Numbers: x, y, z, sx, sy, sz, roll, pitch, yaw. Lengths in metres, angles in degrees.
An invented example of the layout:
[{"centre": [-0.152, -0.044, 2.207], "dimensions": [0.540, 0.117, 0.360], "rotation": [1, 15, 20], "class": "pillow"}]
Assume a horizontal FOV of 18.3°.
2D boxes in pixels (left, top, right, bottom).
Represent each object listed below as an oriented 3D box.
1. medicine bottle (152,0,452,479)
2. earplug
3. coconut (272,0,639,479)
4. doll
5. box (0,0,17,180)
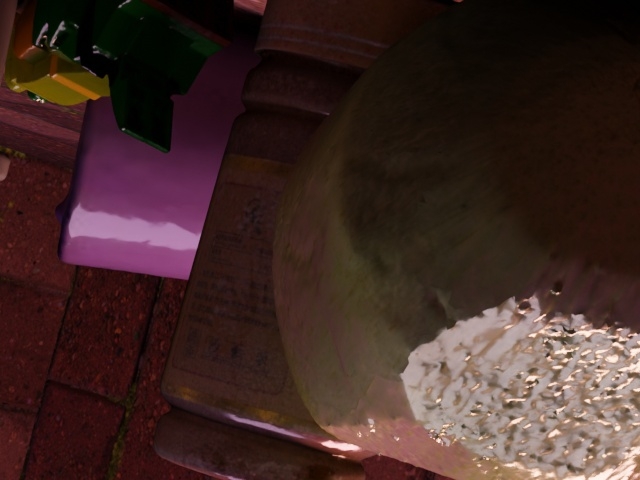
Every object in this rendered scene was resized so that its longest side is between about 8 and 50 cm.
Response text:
[{"centre": [0.000, 0.000, 1.282], "dimensions": [0.151, 0.322, 0.151], "rotation": [16, 177, 1], "class": "medicine bottle"}, {"centre": [0.029, -0.047, 1.571], "dimensions": [0.456, 0.215, 0.215], "rotation": [11, 177, -7], "class": "earplug"}, {"centre": [0.127, 0.008, 1.112], "dimensions": [0.328, 0.281, 0.328], "rotation": [-15, 166, -4], "class": "coconut"}, {"centre": [-0.138, -0.132, 1.285], "dimensions": [0.106, 0.134, 0.186], "rotation": [24, 172, -38], "class": "doll"}, {"centre": [-0.300, -0.147, 1.350], "dimensions": [0.175, 0.182, 0.312], "rotation": [16, 176, -21], "class": "box"}]
